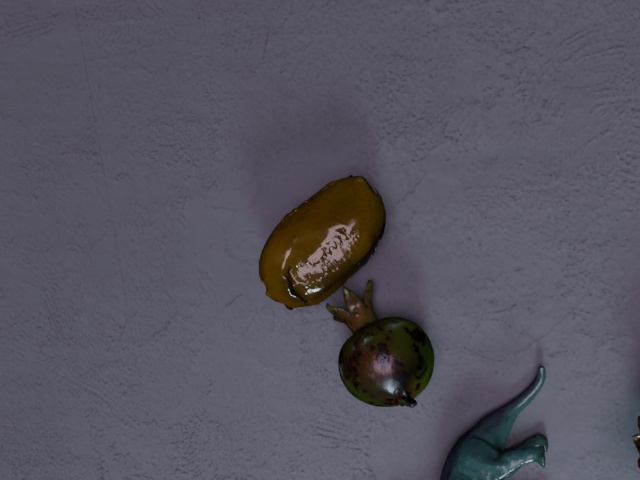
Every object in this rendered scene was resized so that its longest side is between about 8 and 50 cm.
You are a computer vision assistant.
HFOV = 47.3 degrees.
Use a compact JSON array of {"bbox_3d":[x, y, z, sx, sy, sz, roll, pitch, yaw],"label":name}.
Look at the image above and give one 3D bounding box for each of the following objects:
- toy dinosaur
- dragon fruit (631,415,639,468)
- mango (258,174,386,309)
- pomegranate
[{"bbox_3d":[0.198,0.394,1.177,0.330,0.129,0.384,-4,69,20],"label":"toy dinosaur"},{"bbox_3d":[0.613,0.288,1.004,0.342,0.277,0.278,-6,88,17],"label":"dragon fruit"},{"bbox_3d":[0.000,0.000,1.201,0.249,0.156,0.151,-49,43,6],"label":"mango"},{"bbox_3d":[0.091,0.168,1.181,0.156,0.156,0.220,-32,79,10],"label":"pomegranate"}]
